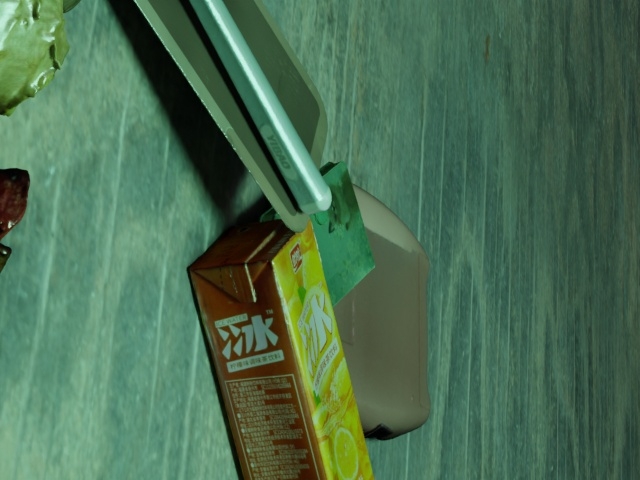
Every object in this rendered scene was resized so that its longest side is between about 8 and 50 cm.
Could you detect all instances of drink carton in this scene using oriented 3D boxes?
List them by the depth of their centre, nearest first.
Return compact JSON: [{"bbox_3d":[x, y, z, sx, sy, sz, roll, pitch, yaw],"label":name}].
[{"bbox_3d":[-0.026,0.103,1.246,0.096,0.071,0.223,-48,129,-64],"label":"drink carton"}]

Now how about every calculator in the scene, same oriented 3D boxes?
[{"bbox_3d":[0.030,0.058,1.442,0.329,0.048,0.220,29,59,-62],"label":"calculator"}]

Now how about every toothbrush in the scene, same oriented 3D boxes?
[{"bbox_3d":[-0.077,-0.159,1.152,0.342,0.025,0.030,60,37,-25],"label":"toothbrush"}]

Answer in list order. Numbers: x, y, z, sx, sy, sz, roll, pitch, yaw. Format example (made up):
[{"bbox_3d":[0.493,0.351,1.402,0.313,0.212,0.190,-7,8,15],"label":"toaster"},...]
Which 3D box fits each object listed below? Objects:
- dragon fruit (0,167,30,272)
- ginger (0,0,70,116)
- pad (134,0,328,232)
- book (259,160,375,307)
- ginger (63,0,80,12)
[{"bbox_3d":[-0.207,0.008,0.764,0.192,0.092,0.122,-55,135,-60],"label":"dragon fruit"},{"bbox_3d":[-0.191,-0.127,0.781,0.216,0.102,0.157,-2,77,-36],"label":"ginger"},{"bbox_3d":[-0.066,-0.144,1.209,0.266,0.002,0.176,56,27,-30],"label":"pad"},{"bbox_3d":[0.000,0.000,1.329,0.135,0.017,0.103,-41,118,-56],"label":"book"},{"bbox_3d":[-0.157,-0.185,0.959,0.290,0.084,0.122,-37,125,-65],"label":"ginger"}]
